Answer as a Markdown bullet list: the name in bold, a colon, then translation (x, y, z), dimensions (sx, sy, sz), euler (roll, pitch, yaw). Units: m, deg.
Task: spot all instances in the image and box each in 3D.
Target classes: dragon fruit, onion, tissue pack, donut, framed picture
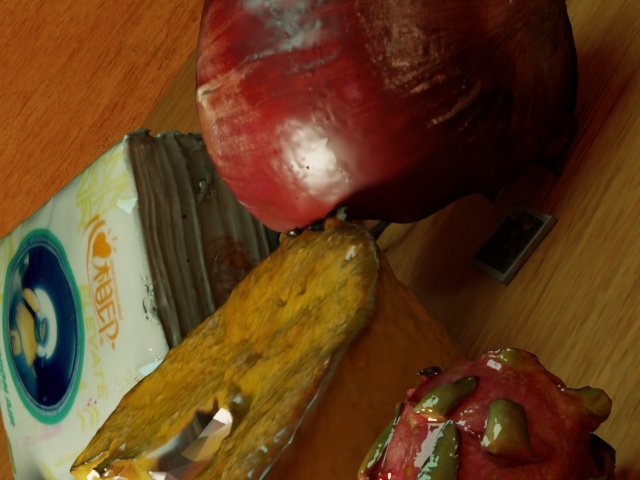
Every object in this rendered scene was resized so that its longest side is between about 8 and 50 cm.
- **dragon fruit**: translation (0.083, 0.160, 0.838), dimensions (0.150, 0.133, 0.208), euler (10, -78, -79)
- **onion**: translation (0.047, -0.165, 1.248), dimensions (0.341, 0.341, 0.341), euler (-47, 17, 18)
- **tissue pack**: translation (-0.196, 0.089, 1.487), dimensions (0.388, 0.162, 0.287), euler (-31, 68, 52)
- **donut**: translation (-0.041, 0.183, 1.063), dimensions (0.377, 0.163, 0.435), euler (-44, 16, 22)
- **framed picture**: translation (0.152, 0.000, 1.189), dimensions (0.066, 0.006, 0.089), euler (-52, 15, 1)

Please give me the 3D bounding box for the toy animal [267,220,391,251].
- **toy animal**: translation (0.000, 0.000, 1.465), dimensions (0.186, 0.093, 0.214), euler (-44, 24, 54)
